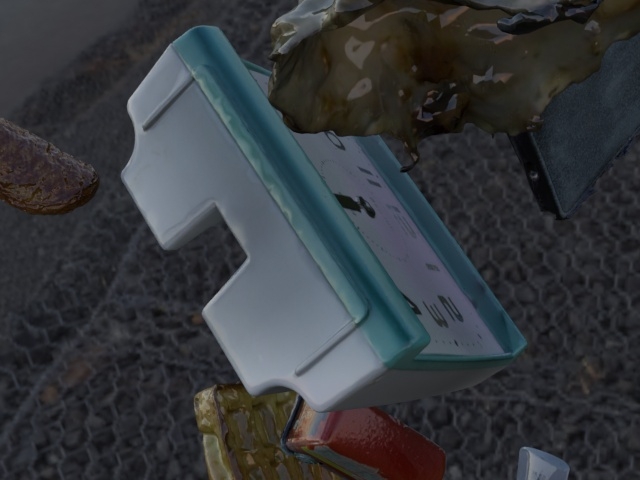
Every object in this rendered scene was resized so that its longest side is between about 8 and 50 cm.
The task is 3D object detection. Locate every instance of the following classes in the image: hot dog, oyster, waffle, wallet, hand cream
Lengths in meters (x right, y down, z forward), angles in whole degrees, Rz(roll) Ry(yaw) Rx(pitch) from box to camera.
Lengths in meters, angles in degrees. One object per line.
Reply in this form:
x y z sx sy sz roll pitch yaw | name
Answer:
-0.191 -0.047 0.708 0.083 0.035 0.058 31 40 -9 | hot dog
0.127 -0.135 0.416 0.337 0.133 0.198 -24 0 26 | oyster
-0.068 0.365 1.712 0.078 0.304 0.348 -20 -12 25 | waffle
0.284 -0.144 1.104 0.222 0.167 0.036 -48 44 -14 | wallet
0.296 0.415 1.487 0.079 0.255 0.048 16 16 36 | hand cream

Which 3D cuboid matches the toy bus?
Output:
0.077 0.312 1.584 0.120 0.265 0.121 -11 50 53 | toy bus

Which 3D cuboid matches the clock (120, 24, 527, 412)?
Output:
0.000 0.000 0.737 0.116 0.231 0.262 -40 69 19 | clock
